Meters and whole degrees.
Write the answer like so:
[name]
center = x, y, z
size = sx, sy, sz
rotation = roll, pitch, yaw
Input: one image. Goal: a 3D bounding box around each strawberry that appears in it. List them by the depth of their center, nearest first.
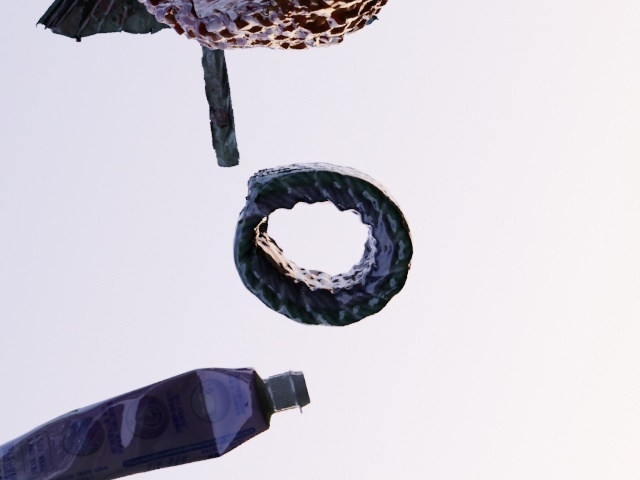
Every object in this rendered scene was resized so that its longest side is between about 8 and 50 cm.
[strawberry]
center = -0.024, -0.130, 0.954
size = 0.208, 0.167, 0.087
rotation = -82, -29, -57

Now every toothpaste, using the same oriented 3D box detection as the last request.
[toothpaste]
center = -0.154, 0.155, 1.402
size = 0.048, 0.301, 0.075
rotation = 76, 178, -51

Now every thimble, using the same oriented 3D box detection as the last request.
[thimble]
center = 0.002, 0.002, 1.367
size = 0.090, 0.135, 0.119
rotation = -95, 15, -85

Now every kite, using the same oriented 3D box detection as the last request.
[kite]
center = -0.111, -0.225, 1.748
size = 0.011, 0.335, 0.314
rotation = -70, -22, -76
